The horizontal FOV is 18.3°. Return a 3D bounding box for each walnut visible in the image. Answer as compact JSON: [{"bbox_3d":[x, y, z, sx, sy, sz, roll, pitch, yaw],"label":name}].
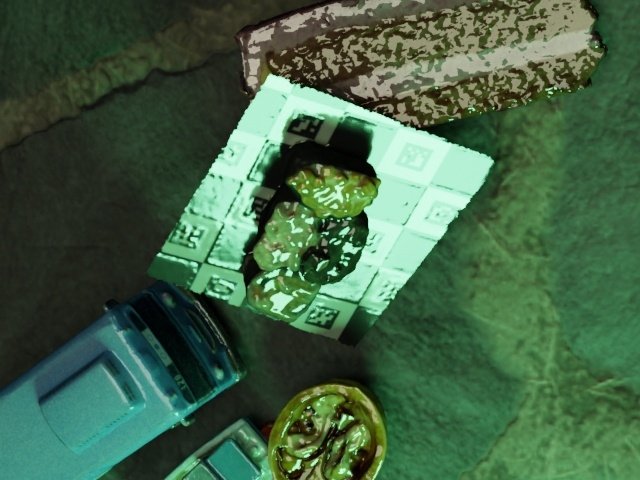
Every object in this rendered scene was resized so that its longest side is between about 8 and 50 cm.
[{"bbox_3d":[0.011,0.159,1.585,0.091,0.052,0.121,36,114,8],"label":"walnut"}]

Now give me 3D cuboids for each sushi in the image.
[{"bbox_3d":[0.000,0.000,1.479,0.192,0.050,0.215,20,127,-21],"label":"sushi"}]

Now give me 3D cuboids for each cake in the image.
[{"bbox_3d":[0.060,-0.134,1.471,0.295,0.113,0.116,-13,98,19],"label":"cake"}]

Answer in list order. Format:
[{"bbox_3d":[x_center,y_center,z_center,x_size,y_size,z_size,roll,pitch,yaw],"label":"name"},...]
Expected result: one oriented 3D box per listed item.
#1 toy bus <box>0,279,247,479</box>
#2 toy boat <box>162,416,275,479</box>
[{"bbox_3d":[-0.189,0.136,1.616,0.234,0.133,0.116,-35,88,26],"label":"toy bus"},{"bbox_3d":[-0.098,0.214,1.639,0.069,0.059,0.173,48,115,5],"label":"toy boat"}]
